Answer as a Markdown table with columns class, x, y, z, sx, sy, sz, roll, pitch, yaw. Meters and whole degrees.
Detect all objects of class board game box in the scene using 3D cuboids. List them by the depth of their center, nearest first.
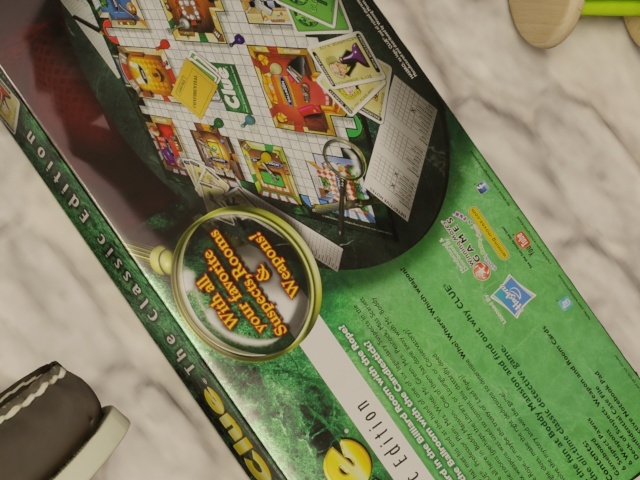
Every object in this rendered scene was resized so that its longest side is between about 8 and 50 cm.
| class | x | y | z | sx | sy | sz | roll | pitch | yaw |
| --- | --- | --- | --- | --- | --- | --- | --- | --- | --- |
| board game box | 0.000 | 0.000 | 0.642 | 0.136 | 0.030 | 0.260 | -33 | 86 | -29 |

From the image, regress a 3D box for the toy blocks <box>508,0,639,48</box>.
| class | x | y | z | sx | sy | sz | roll | pitch | yaw |
| --- | --- | --- | --- | --- | --- | --- | --- | --- | --- |
| toy blocks | 0.142 | -0.131 | 0.724 | 0.148 | 0.054 | 0.123 | -3 | 73 | -22 |

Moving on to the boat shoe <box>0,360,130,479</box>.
| class | x | y | z | sx | sy | sz | roll | pitch | yaw |
| --- | --- | --- | --- | --- | --- | --- | --- | --- | --- |
| boat shoe | -0.156 | 0.096 | 0.520 | 0.227 | 0.081 | 0.069 | -37 | 92 | -24 |
